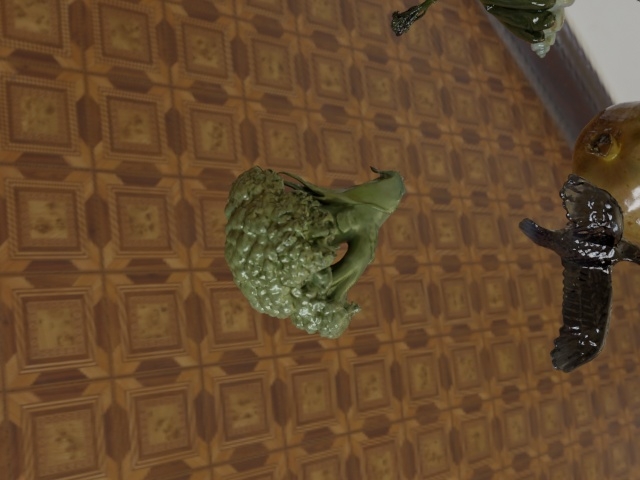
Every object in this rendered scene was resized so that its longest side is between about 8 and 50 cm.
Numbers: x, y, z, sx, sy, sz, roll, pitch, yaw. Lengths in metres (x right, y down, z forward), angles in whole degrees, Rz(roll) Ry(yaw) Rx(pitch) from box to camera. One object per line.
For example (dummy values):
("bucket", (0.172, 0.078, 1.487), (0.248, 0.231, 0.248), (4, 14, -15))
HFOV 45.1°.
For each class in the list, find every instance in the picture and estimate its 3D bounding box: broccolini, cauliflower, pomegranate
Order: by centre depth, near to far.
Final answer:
("cauliflower", (-0.019, 0.012, 1.229), (0.281, 0.260, 0.327), (-6, 58, -32))
("broccolini", (0.194, -0.402, 1.281), (0.042, 0.218, 0.044), (27, 59, -30))
("pomegranate", (0.662, -0.149, 1.589), (0.319, 0.319, 0.319), (13, 70, -41))

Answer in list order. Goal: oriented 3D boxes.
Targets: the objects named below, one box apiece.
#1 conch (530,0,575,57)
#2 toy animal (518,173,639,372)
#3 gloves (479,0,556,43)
("conch", (0.429, -0.560, 1.497), (0.197, 0.250, 0.368), (-87, 165, -54))
("toy animal", (0.362, 0.001, 0.988), (0.160, 0.197, 0.272), (-109, -174, -52))
("gloves", (0.259, -0.405, 1.131), (0.135, 0.107, 0.268), (-16, 75, -43))
